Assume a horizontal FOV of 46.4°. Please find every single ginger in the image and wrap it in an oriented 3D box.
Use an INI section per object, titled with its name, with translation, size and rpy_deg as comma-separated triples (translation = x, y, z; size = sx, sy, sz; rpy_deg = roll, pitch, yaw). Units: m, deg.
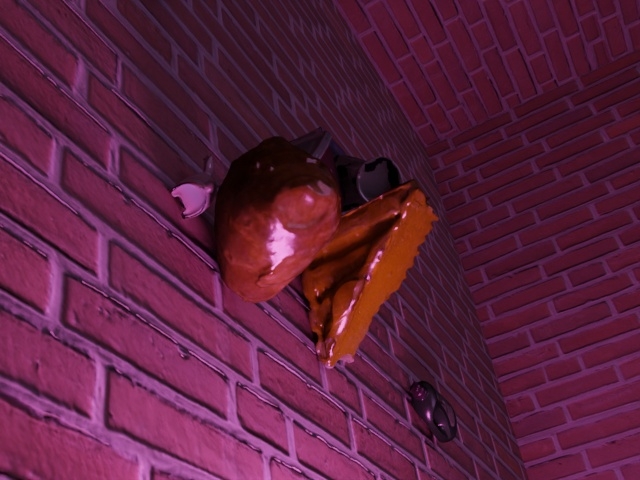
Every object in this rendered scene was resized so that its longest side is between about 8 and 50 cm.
[ginger]
translation = -0.090, -0.038, 1.278
size = 0.223, 0.269, 0.200
rpy_deg = 50, 1, -41

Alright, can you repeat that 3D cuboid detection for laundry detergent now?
[laundry detergent]
translation = 0.308, 0.468, 2.080
size = 0.221, 0.078, 0.144
rpy_deg = 50, 27, -43

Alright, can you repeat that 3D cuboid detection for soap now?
[soap]
translation = 0.127, 0.079, 1.583
size = 0.169, 0.339, 0.304
rpy_deg = 13, 56, -50

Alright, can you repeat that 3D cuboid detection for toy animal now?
[toy animal]
translation = -0.214, -0.092, 1.314
size = 0.071, 0.085, 0.124
rpy_deg = 46, 15, -7

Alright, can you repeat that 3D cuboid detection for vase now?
[vase]
translation = 0.078, -0.141, 1.847
size = 0.165, 0.165, 0.360
rpy_deg = 62, -14, -13

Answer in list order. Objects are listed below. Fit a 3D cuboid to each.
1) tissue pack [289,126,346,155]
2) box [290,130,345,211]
[tissue pack]
translation = -0.007, -0.234, 2.016
size = 0.156, 0.112, 0.051
rpy_deg = 38, 32, -56
[box]
translation = -0.054, -0.108, 1.621
size = 0.294, 0.193, 0.167
rpy_deg = -67, 139, -67
